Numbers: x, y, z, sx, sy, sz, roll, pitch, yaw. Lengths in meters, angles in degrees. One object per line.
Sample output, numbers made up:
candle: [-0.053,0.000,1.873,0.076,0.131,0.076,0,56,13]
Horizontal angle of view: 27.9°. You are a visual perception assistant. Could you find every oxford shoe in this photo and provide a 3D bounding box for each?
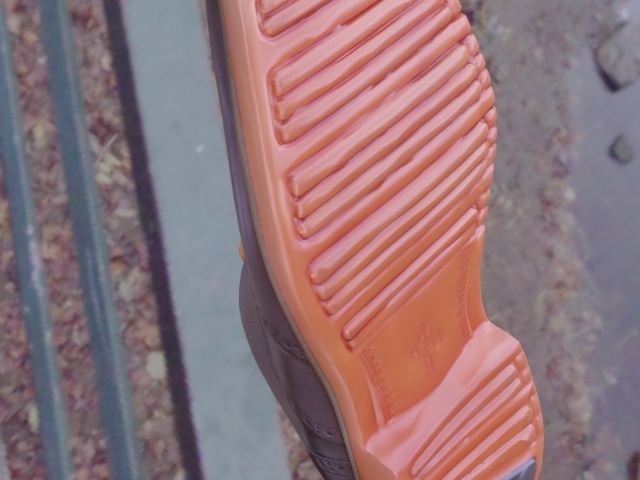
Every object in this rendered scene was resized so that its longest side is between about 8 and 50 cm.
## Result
oxford shoe: [0.000,0.000,0.583,0.130,0.133,0.363,-35,128,-30]
